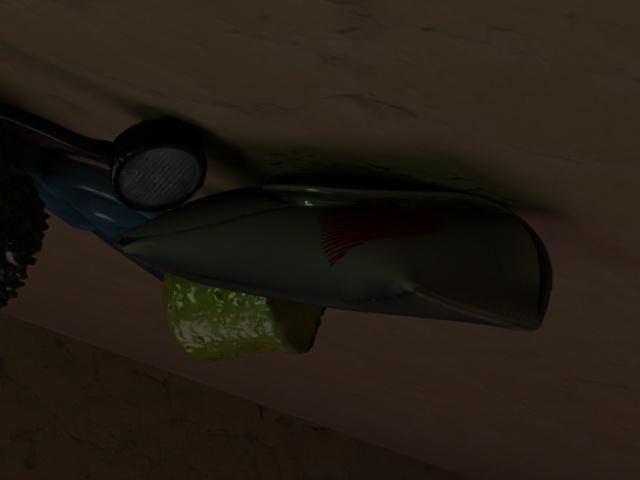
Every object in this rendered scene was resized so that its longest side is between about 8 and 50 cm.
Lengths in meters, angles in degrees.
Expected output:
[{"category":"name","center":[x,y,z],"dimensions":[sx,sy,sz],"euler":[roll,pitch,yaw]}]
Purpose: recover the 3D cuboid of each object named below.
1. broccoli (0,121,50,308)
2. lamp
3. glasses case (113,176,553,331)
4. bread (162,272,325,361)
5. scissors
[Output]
[{"category":"broccoli","center":[-0.347,0.005,1.032],"dimensions":[0.259,0.235,0.288],"euler":[-6,160,9]},{"category":"lamp","center":[-0.248,-0.114,0.897],"dimensions":[0.371,0.108,0.130],"euler":[6,133,-23]},{"category":"glasses case","center":[-0.002,0.000,0.934],"dimensions":[0.308,0.083,0.128],"euler":[6,-179,42]},{"category":"bread","center":[-0.060,0.032,1.128],"dimensions":[0.114,0.129,0.111],"euler":[1,149,29]},{"category":"scissors","center":[-0.201,-0.011,1.351],"dimensions":[0.192,0.029,0.447],"euler":[15,168,12]}]
